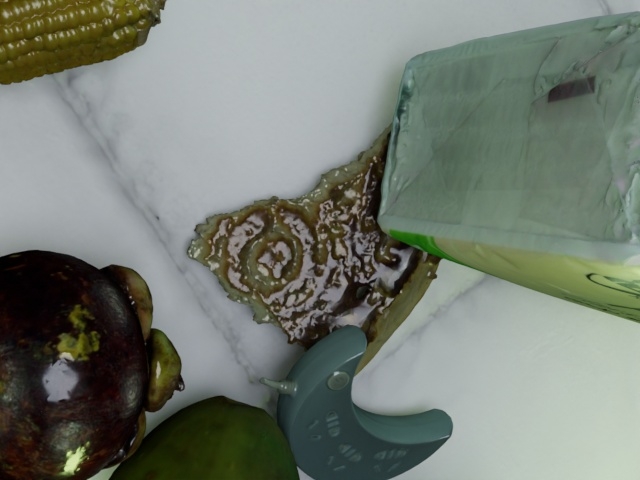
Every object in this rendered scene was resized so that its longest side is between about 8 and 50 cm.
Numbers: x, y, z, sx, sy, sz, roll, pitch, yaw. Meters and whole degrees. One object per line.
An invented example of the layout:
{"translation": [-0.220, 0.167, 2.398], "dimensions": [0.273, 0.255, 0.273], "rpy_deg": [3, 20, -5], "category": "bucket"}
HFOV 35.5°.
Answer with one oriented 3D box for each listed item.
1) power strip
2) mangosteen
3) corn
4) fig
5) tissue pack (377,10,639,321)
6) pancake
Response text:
{"translation": [0.024, 0.160, 0.927], "dimensions": [0.137, 0.044, 0.216], "rpy_deg": [-40, 130, 8], "category": "power strip"}
{"translation": [-0.205, 0.104, 0.809], "dimensions": [0.217, 0.192, 0.192], "rpy_deg": [6, 96, -53], "category": "mangosteen"}
{"translation": [-0.246, -0.170, 0.790], "dimensions": [0.262, 0.097, 0.097], "rpy_deg": [-17, 103, -14], "category": "corn"}
{"translation": [-0.099, 0.228, 0.854], "dimensions": [0.181, 0.181, 0.191], "rpy_deg": [21, 73, -22], "category": "fig"}
{"translation": [0.304, -0.029, 0.860], "dimensions": [0.405, 0.332, 0.205], "rpy_deg": [16, 85, -28], "category": "tissue pack"}
{"translation": [0.000, 0.000, 0.940], "dimensions": [0.245, 0.057, 0.266], "rpy_deg": [11, 89, -13], "category": "pancake"}
